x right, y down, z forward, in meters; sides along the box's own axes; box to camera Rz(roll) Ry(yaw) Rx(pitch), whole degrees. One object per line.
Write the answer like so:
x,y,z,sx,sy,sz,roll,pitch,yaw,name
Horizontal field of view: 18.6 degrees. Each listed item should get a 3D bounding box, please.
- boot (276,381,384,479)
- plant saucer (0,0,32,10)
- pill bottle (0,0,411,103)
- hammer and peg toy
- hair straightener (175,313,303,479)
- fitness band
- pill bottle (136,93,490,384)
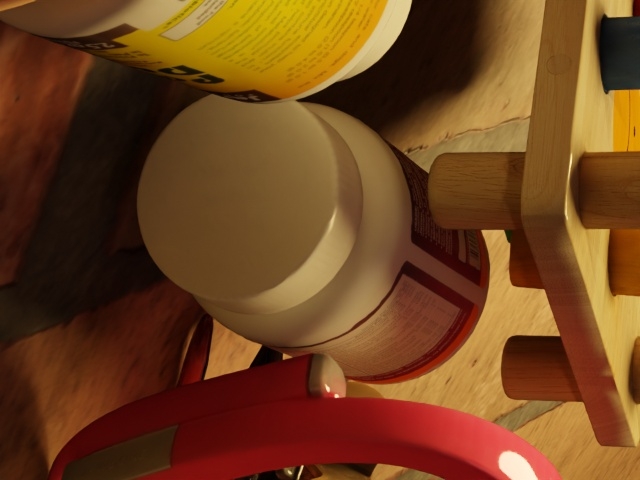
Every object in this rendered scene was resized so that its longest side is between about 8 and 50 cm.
-0.007,0.202,1.233,0.197,0.073,0.152,-71,-172,-53,boot
-0.113,-0.164,0.570,0.200,0.037,0.200,-12,119,-23,plant saucer
-0.043,-0.118,0.745,0.117,0.117,0.215,-57,155,10,pill bottle
0.154,-0.105,1.041,0.266,0.127,0.361,62,33,-55,hammer and peg toy
-0.055,0.141,1.121,0.047,0.089,0.230,-87,-167,-53,hair straightener
-0.014,0.149,1.019,0.209,0.290,0.054,48,37,-38,fitness band
0.000,0.000,0.981,0.121,0.121,0.221,-53,156,3,pill bottle
